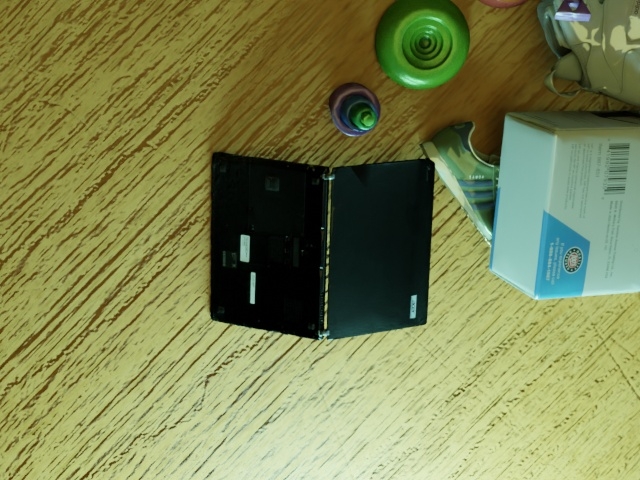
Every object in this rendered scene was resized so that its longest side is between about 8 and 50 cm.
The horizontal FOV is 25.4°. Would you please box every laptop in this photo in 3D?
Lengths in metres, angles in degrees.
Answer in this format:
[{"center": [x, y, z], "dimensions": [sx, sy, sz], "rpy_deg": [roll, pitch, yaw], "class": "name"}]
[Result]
[{"center": [0.000, 0.000, 1.876], "dimensions": [0.264, 0.136, 0.234], "rpy_deg": [8, 107, 23], "class": "laptop"}]

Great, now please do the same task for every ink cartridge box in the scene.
[{"center": [0.394, -0.054, 1.873], "dimensions": [0.307, 0.129, 0.223], "rpy_deg": [-3, 107, -23], "class": "ink cartridge box"}]

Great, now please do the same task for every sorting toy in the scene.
[{"center": [0.162, -0.262, 1.799], "dimensions": [0.365, 0.126, 0.127], "rpy_deg": [-43, 109, 2], "class": "sorting toy"}]

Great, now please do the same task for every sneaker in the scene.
[{"center": [0.218, -0.075, 1.894], "dimensions": [0.086, 0.064, 0.192], "rpy_deg": [-36, 106, 6], "class": "sneaker"}, {"center": [0.396, -0.344, 1.812], "dimensions": [0.210, 0.137, 0.365], "rpy_deg": [4, 93, -3], "class": "sneaker"}]

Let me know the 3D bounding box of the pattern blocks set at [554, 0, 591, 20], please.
[{"center": [0.293, -0.417, 1.746], "dimensions": [0.285, 0.026, 0.324], "rpy_deg": [-12, 74, -5], "class": "pattern blocks set"}]
